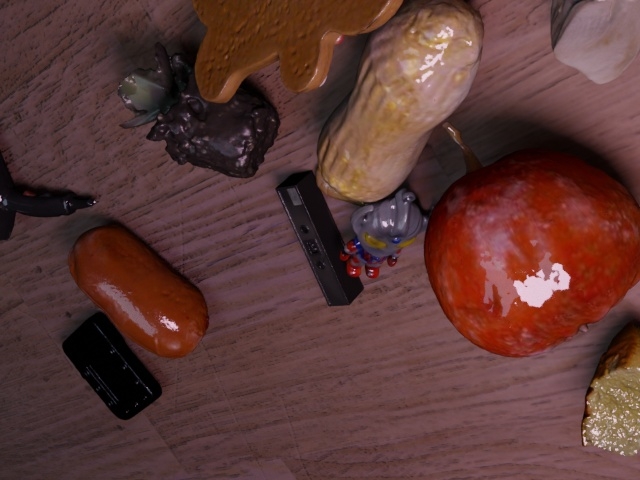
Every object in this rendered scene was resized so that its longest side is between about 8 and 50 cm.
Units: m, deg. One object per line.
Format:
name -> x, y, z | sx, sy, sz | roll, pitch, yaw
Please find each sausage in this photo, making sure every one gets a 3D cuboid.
sausage -> -0.288, 0.080, 1.646 | 0.258, 0.133, 0.133 | 43, 136, 3

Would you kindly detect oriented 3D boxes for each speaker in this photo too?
speaker -> 0.000, 0.000, 1.430 | 0.040, 0.046, 0.191 | -6, 117, 38

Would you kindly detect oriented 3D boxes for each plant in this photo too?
plant -> -0.159, -0.165, 1.356 | 0.203, 0.131, 0.142 | 19, 88, 15

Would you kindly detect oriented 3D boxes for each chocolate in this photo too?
chocolate -> 0.086, -0.162, 1.191 | 0.134, 0.134, 0.309 | 40, 140, 5

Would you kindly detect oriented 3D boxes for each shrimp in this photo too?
shrimp -> 0.040, -0.075, 1.364 | 0.108, 0.023, 0.059 | 19, 122, 24

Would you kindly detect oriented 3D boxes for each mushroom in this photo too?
mushroom -> 0.294, -0.261, 0.987 | 0.108, 0.096, 0.247 | 56, 138, 26

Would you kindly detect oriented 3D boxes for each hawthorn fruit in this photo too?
hawthorn fruit -> 0.211, -0.015, 1.135 | 0.272, 0.242, 0.242 | 50, 137, 5

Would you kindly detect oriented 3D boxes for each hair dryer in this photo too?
hair dryer -> -0.473, -0.098, 1.710 | 0.271, 0.091, 0.236 | 8, 116, 18

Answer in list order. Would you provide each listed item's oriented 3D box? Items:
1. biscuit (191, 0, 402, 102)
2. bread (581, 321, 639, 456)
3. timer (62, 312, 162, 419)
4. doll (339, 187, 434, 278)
biscuit -> -0.025, -0.267, 1.188 | 0.339, 0.047, 0.216 | -12, 78, 42
bread -> 0.364, 0.170, 1.233 | 0.086, 0.125, 0.156 | 22, 122, 12
timer -> -0.372, 0.227, 1.871 | 0.187, 0.055, 0.144 | 52, 134, -1
doll -> 0.081, -0.009, 1.339 | 0.104, 0.062, 0.195 | 20, 145, -6
